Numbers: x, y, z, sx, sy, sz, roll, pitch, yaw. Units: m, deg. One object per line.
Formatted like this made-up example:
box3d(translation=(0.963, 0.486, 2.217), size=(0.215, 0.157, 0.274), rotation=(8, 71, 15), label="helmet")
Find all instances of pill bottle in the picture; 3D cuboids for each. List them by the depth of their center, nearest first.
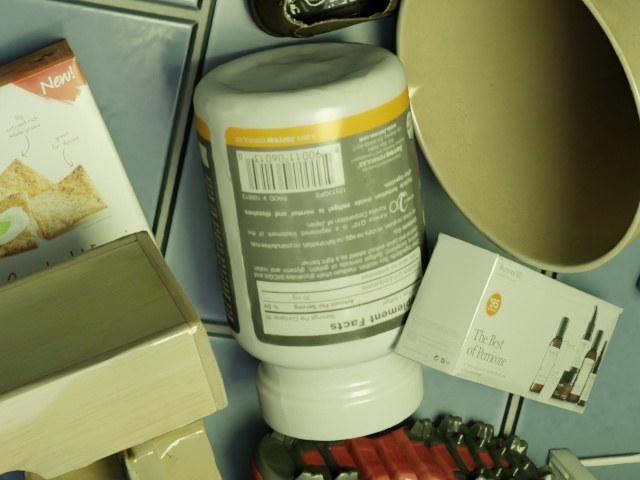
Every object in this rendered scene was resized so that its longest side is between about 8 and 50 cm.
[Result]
box3d(translation=(0.000, 0.000, 1.378), size=(0.162, 0.162, 0.278), rotation=(-12, 112, -10), label="pill bottle")

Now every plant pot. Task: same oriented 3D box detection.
box3d(translation=(0.243, -0.143, 1.352), size=(0.274, 0.256, 0.256), rotation=(-25, 115, -30), label="plant pot")

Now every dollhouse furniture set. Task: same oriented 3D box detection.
box3d(translation=(-0.169, 0.233, 1.276), size=(0.256, 0.362, 0.394), rotation=(-21, 119, -10), label="dollhouse furniture set")

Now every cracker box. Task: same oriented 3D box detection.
box3d(translation=(-0.216, -0.015, 1.370), size=(0.156, 0.067, 0.232), rotation=(-24, 112, -5), label="cracker box")

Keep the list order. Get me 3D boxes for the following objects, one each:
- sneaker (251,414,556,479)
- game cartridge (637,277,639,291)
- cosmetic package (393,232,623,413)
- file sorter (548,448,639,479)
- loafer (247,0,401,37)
box3d(translation=(0.061, 0.220, 1.506), size=(0.276, 0.097, 0.135), rotation=(2, 125, -25), label="sneaker")
box3d(translation=(0.438, -0.079, 1.515), size=(0.230, 0.068, 0.355), rotation=(18, 103, -14), label="game cartridge")
box3d(translation=(0.154, 0.069, 1.416), size=(0.239, 0.060, 0.099), rotation=(20, 89, -56), label="cosmetic package")
box3d(translation=(0.301, 0.337, 1.552), size=(0.173, 0.193, 0.277), rotation=(-4, 109, -15), label="file sorter")
box3d(translation=(0.056, -0.202, 1.366), size=(0.220, 0.078, 0.080), rotation=(-25, 112, -4), label="loafer")
